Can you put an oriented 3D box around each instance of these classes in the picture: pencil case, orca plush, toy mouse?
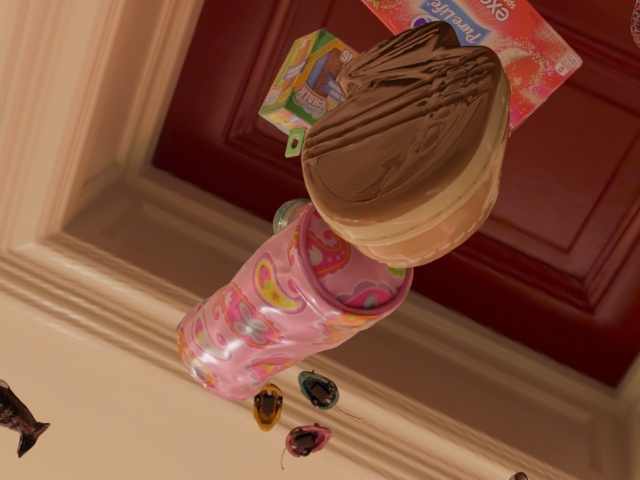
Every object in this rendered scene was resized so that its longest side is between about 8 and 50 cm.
[{"bbox_3d":[-0.036,0.061,0.816,0.124,0.284,0.124,13,-119,-26],"label":"pencil case"},{"bbox_3d":[-0.648,0.311,1.606,0.287,0.151,0.102,58,-163,-24],"label":"orca plush"},{"bbox_3d":[-0.016,0.224,1.125,0.143,0.161,0.031,0,-169,0],"label":"toy mouse"}]

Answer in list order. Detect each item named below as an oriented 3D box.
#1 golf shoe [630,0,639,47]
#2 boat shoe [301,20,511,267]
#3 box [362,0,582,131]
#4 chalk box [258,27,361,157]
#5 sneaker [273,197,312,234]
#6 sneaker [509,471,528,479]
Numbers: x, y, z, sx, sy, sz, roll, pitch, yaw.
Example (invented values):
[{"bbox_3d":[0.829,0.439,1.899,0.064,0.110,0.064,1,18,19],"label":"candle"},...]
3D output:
[{"bbox_3d":[0.590,-0.427,1.529,0.067,0.186,0.086,7,-144,40],"label":"golf shoe"},{"bbox_3d":[0.071,-0.057,0.554,0.341,0.121,0.110,-74,-39,-65],"label":"boat shoe"},{"bbox_3d":[0.148,-0.246,0.945,0.257,0.122,0.128,44,-165,-7],"label":"box"},{"bbox_3d":[-0.017,-0.252,1.567,0.132,0.213,0.132,31,168,-24],"label":"chalk box"},{"bbox_3d":[0.000,0.000,1.343,0.121,0.108,0.302,19,176,34],"label":"sneaker"},{"bbox_3d":[0.204,0.358,0.848,0.153,0.101,0.268,43,-139,-10],"label":"sneaker"}]
